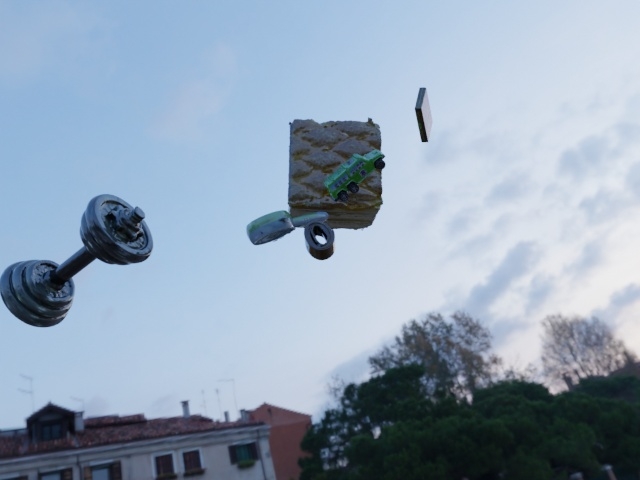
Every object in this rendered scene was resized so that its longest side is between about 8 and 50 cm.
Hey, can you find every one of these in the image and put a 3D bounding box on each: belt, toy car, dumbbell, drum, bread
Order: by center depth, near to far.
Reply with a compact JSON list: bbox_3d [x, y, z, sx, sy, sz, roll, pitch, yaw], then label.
[{"bbox_3d":[0.000,0.000,1.086,0.059,0.083,0.036,-14,-45,-10],"label":"belt"},{"bbox_3d":[-0.550,0.049,1.283,0.406,0.179,0.179,-34,-33,16],"label":"dumbbell"},{"bbox_3d":[0.082,-0.164,1.371,0.165,0.071,0.062,-41,-68,4],"label":"toy car"},{"bbox_3d":[-0.089,-0.034,1.430,0.130,0.049,0.253,-28,-10,28],"label":"drum"},{"bbox_3d":[0.038,-0.187,1.653,0.279,0.279,0.207,-1,-18,-5],"label":"bread"}]

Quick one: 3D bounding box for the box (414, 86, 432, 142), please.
[{"bbox_3d":[0.300,-0.363,1.645,0.023,0.090,0.133,4,-36,24],"label":"box"}]
